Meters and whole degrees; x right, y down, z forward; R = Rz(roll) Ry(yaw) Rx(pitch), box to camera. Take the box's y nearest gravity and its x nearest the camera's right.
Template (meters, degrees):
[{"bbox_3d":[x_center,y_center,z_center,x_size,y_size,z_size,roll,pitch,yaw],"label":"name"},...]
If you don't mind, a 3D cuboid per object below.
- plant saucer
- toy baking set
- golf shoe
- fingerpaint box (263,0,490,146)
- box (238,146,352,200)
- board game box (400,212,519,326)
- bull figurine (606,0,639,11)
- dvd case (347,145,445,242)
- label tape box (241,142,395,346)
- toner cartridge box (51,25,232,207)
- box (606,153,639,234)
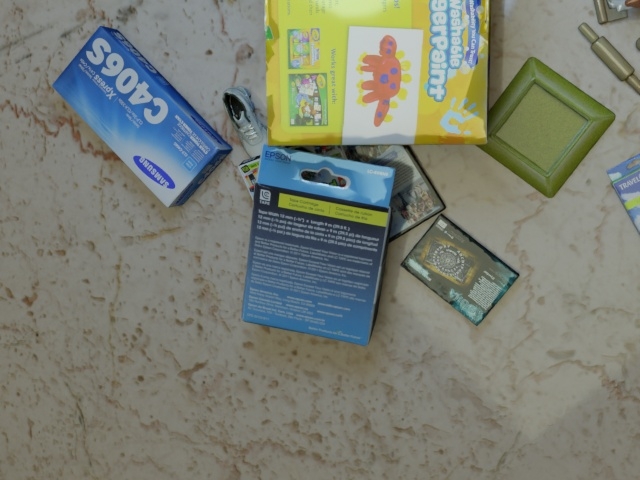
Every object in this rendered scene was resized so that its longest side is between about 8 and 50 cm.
[{"bbox_3d":[0.393,-0.201,1.554,0.188,0.045,0.188,38,104,8],"label":"plant saucer"},{"bbox_3d":[0.578,-0.354,1.494,0.197,0.030,0.256,-38,86,16],"label":"toy baking set"},{"bbox_3d":[-0.141,-0.214,1.676,0.069,0.086,0.176,-32,89,14],"label":"golf shoe"},{"bbox_3d":[0.099,-0.384,1.467,0.371,0.163,0.444,0,99,10],"label":"fingerpaint box"},{"bbox_3d":[-0.040,-0.128,1.649,0.207,0.036,0.114,-18,106,19],"label":"box"},{"bbox_3d":[0.259,0.055,1.631,0.186,0.026,0.126,39,105,7],"label":"board game box"},{"bbox_3d":[0.528,-0.529,1.444,0.188,0.101,0.310,-21,86,16],"label":"bull figurine"},{"bbox_3d":[0.098,-0.122,1.656,0.180,0.022,0.253,-32,87,16],"label":"dvd case"},{"bbox_3d":[0.000,0.000,1.610,0.249,0.115,0.347,11,109,9],"label":"label tape box"},{"bbox_3d":[-0.356,-0.246,1.735,0.348,0.075,0.165,45,106,6],"label":"toner cartridge box"},{"bbox_3d":[0.590,-0.067,1.520,0.109,0.042,0.178,-29,89,16],"label":"box"}]
